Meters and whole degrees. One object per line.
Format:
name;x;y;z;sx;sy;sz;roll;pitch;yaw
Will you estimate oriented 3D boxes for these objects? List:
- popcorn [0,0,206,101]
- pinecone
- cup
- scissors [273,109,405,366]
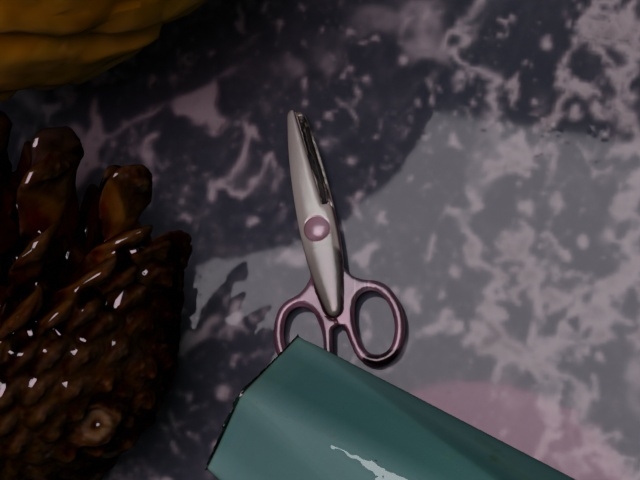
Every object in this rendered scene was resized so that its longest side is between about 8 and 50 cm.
popcorn;-0.185;-0.253;0.943;0.344;0.390;0.354;-26;34;-37
pinecone;-0.217;0.026;1.038;0.292;0.246;0.246;33;85;27
cup;0.053;0.164;1.004;0.235;0.148;0.134;31;111;17
scissors;0.000;0.000;1.108;0.085;0.022;0.176;-14;77;9
